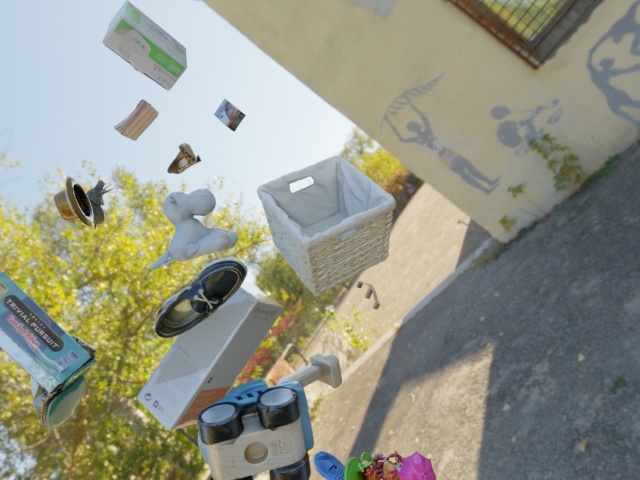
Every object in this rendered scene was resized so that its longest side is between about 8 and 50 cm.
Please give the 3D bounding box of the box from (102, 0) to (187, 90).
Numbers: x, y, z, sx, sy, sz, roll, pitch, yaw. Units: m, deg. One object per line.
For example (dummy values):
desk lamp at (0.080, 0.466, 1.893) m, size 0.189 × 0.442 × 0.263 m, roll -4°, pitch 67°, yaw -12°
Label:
box at (-0.636, -0.712, 1.611) m, size 0.127 × 0.262 × 0.231 m, roll -43°, pitch 38°, yaw 18°

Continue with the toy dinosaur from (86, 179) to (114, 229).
toy dinosaur at (-1.064, -0.139, 2.040) m, size 0.121 × 0.160 × 0.314 m, roll -58°, pitch -11°, yaw -53°

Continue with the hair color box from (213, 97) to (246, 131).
hair color box at (-0.405, -0.558, 1.951) m, size 0.053 × 0.167 × 0.093 m, roll 29°, pitch -78°, yaw -46°

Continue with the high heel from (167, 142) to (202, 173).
high heel at (-0.711, -0.397, 2.186) m, size 0.186 × 0.093 × 0.261 m, roll -25°, pitch -6°, yaw -1°

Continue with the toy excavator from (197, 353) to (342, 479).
toy excavator at (-0.117, 0.463, 1.243) m, size 0.432 × 0.223 × 0.445 m, roll -11°, pitch 9°, yaw -10°

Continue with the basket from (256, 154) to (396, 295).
basket at (0.017, -0.058, 1.432) m, size 0.328 × 0.331 × 0.267 m, roll -26°, pitch -42°, yaw -20°

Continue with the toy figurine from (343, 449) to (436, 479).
toy figurine at (0.152, 0.466, 0.868) m, size 0.159 × 0.130 × 0.173 m, roll -27°, pitch -3°, yaw 20°

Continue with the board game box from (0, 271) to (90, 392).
board game box at (-0.678, 0.232, 1.026) m, size 0.336 × 0.254 × 0.079 m, roll -32°, pitch 13°, yaw 50°

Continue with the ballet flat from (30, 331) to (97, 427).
ballet flat at (-0.836, 0.428, 1.400) m, size 0.483 × 0.182 × 0.164 m, roll -51°, pitch -6°, yaw 38°

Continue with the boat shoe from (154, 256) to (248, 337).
boat shoe at (-0.308, 0.156, 1.131) m, size 0.302 × 0.114 × 0.091 m, roll -40°, pitch 22°, yaw 22°

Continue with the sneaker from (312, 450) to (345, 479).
sneaker at (0.051, 0.509, 0.946) m, size 0.058 × 0.152 × 0.085 m, roll -34°, pitch -22°, yaw -34°

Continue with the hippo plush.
hippo plush at (-0.454, -0.057, 1.534) m, size 0.294 × 0.237 × 0.234 m, roll -16°, pitch 4°, yaw -10°

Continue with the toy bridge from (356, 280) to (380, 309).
toy bridge at (0.224, 0.237, 2.002) m, size 0.188 × 0.026 × 0.063 m, roll 51°, pitch 127°, yaw 52°

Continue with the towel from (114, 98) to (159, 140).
towel at (-0.639, -0.421, 1.542) m, size 0.144 × 0.029 × 0.197 m, roll -47°, pitch 8°, yaw -2°

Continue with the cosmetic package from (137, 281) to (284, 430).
cosmetic package at (-0.335, 0.349, 1.392) m, size 0.453 × 0.161 × 0.230 m, roll -57°, pitch -22°, yaw -2°

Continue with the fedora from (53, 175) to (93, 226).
fedora at (-0.836, -0.122, 1.475) m, size 0.079 × 0.194 × 0.194 m, roll -20°, pitch -8°, yaw -12°
